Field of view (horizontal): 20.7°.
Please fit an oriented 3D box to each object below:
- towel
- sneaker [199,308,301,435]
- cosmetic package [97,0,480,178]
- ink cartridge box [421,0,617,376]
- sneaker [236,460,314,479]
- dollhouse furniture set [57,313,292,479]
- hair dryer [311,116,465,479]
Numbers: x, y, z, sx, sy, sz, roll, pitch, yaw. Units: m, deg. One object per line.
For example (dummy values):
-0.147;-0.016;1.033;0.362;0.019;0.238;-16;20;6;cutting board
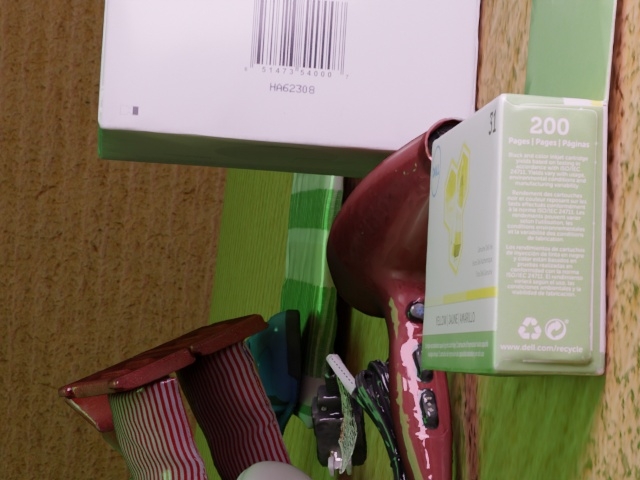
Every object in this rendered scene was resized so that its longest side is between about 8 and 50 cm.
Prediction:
0.000;0.000;1.600;0.248;0.038;0.324;-175;91;-82;towel
-0.064;0.127;1.549;0.209;0.082;0.069;111;164;-56;sneaker
-0.029;-0.119;1.137;0.225;0.224;0.138;156;118;-81;cosmetic package
0.093;-0.054;0.827;0.171;0.056;0.235;153;119;-82;ink cartridge box
0.005;0.210;1.234;0.290;0.106;0.123;-121;45;-65;sneaker
-0.156;0.201;1.534;0.374;0.152;0.201;-18;94;58;dollhouse furniture set
0.064;0.059;1.017;0.223;0.080;0.293;-129;35;-56;hair dryer
